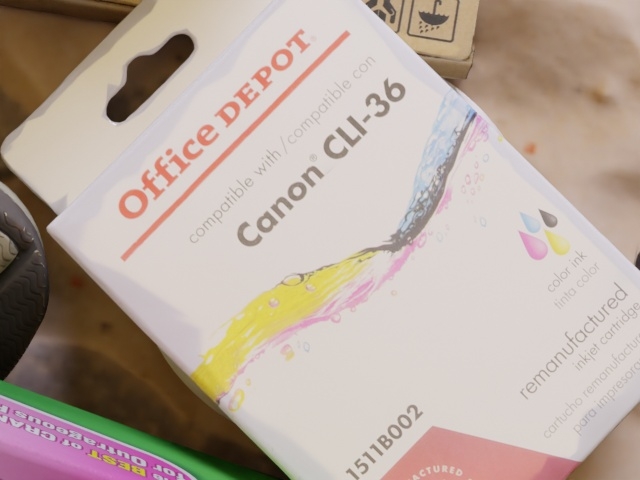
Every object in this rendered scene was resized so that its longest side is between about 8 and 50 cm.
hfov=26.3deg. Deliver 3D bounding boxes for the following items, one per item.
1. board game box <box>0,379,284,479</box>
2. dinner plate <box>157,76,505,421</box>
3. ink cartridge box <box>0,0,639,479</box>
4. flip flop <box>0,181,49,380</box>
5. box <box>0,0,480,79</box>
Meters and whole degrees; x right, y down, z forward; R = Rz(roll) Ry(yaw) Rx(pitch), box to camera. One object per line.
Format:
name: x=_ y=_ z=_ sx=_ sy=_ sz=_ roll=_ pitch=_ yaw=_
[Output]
board game box: x=-0.187 y=0.128 z=0.352 sx=0.316 sy=0.064 sz=0.242 roll=23 pitch=93 yaw=-17
dinner plate: x=0.005 y=0.000 z=0.468 sx=0.141 sy=0.017 sz=0.141 roll=0 pitch=80 yaw=0
ink cartridge box: x=0.000 y=0.000 z=0.421 sx=0.198 sy=0.067 sz=0.115 roll=44 pitch=87 yaw=2
flip flop: x=-0.218 y=0.047 z=0.422 sx=0.277 sy=0.112 sz=0.080 roll=-29 pitch=44 yaw=-4
box: x=-0.034 y=-0.152 z=0.484 sx=0.201 sy=0.021 sz=0.164 roll=10 pitch=79 yaw=2
